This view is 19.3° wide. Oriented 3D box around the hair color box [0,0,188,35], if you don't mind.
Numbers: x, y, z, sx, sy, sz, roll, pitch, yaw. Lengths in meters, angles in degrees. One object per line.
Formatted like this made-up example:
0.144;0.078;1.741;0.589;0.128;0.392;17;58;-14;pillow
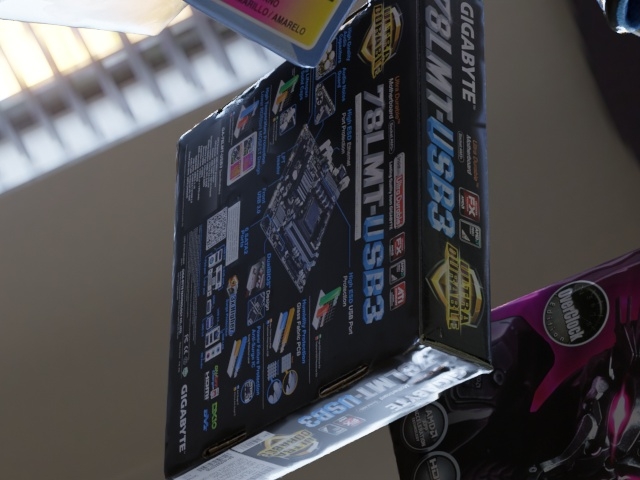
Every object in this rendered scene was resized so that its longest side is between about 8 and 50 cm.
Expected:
-0.211;-0.253;1.402;0.347;0.174;0.105;-2;-119;-49;hair color box

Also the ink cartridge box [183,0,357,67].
-0.009;-0.337;1.069;0.151;0.395;0.270;26;-168;-38;ink cartridge box

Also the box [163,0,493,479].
0.000;0.000;1.329;0.073;0.293;0.296;21;-125;-33;box

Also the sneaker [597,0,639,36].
0.097;-0.116;0.586;0.237;0.086;0.085;46;149;30;sneaker

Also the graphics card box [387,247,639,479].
0.236;0.136;1.446;0.094;0.371;0.233;35;-143;-52;graphics card box
